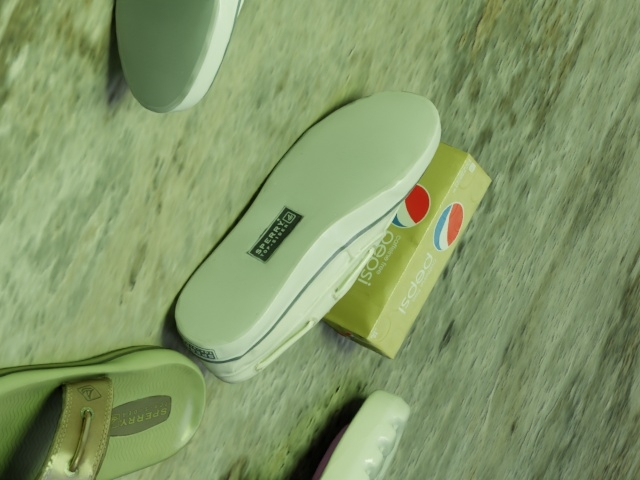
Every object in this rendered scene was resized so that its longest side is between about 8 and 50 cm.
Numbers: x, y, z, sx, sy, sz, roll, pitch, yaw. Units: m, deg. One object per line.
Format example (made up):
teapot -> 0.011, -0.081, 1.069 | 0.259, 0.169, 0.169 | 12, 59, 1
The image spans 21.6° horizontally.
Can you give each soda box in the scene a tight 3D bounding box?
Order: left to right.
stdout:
soda box -> 0.072, 0.005, 1.429 | 0.181, 0.058, 0.061 | -61, 148, -8

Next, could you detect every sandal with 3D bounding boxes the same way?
sandal -> -0.169, 0.143, 1.142 | 0.303, 0.086, 0.120 | -19, 126, -49
sandal -> -0.054, 0.273, 1.402 | 0.416, 0.102, 0.169 | -49, 162, -46

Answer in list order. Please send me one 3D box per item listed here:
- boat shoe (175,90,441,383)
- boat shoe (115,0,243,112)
boat shoe -> 0.000, 0.000, 1.289 | 0.267, 0.096, 0.088 | -52, 150, -18
boat shoe -> -0.058, -0.204, 1.060 | 0.084, 0.095, 0.258 | -5, 117, -50
